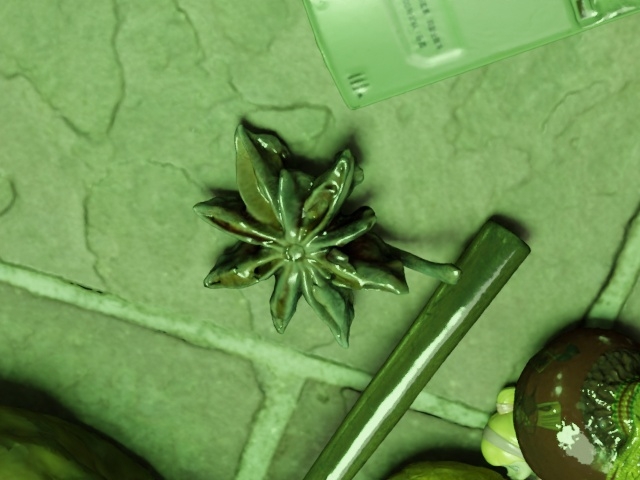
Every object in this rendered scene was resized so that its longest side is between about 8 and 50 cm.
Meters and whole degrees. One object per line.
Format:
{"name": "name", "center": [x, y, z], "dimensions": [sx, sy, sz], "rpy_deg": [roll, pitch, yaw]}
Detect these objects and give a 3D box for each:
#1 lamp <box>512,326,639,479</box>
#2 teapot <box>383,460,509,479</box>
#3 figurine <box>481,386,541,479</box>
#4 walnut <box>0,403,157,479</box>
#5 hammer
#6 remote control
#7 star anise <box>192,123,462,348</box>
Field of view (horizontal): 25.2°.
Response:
{"name": "lamp", "center": [0.254, 0.156, 1.288], "dimensions": [0.157, 0.156, 0.135], "rpy_deg": [32, 159, -14]}
{"name": "teapot", "center": [0.107, 0.315, 1.392], "dimensions": [0.311, 0.167, 0.203], "rpy_deg": [-4, 85, -1]}
{"name": "figurine", "center": [0.226, 0.217, 1.377], "dimensions": [0.187, 0.083, 0.083], "rpy_deg": [43, 114, -11]}
{"name": "walnut", "center": [-0.294, 0.329, 1.324], "dimensions": [0.384, 0.383, 0.383], "rpy_deg": [2, 119, 4]}
{"name": "hammer", "center": [0.043, 0.170, 1.295], "dimensions": [0.168, 0.044, 0.440], "rpy_deg": [38, 96, 9]}
{"name": "remote control", "center": [0.133, -0.205, 1.172], "dimensions": [0.285, 0.038, 0.123], "rpy_deg": [-20, 117, 12]}
{"name": "star anise", "center": [0.001, 0.000, 1.263], "dimensions": [0.231, 0.089, 0.209], "rpy_deg": [32, 129, -6]}
